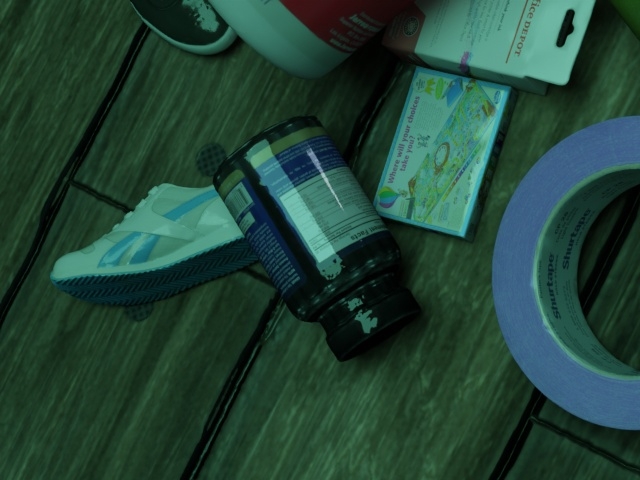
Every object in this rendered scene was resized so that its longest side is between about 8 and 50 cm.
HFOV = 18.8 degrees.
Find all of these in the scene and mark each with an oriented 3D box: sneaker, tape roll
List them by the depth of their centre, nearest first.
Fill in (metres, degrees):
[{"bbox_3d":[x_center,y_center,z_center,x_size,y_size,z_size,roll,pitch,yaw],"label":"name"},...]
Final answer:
[{"bbox_3d":[0.293,0.030,1.715,0.274,0.090,0.275,-2,86,31],"label":"tape roll"},{"bbox_3d":[-0.166,0.000,1.959,0.228,0.087,0.092,-17,64,12],"label":"sneaker"},{"bbox_3d":[-0.198,-0.316,2.007,0.104,0.147,0.296,-39,67,8],"label":"sneaker"}]

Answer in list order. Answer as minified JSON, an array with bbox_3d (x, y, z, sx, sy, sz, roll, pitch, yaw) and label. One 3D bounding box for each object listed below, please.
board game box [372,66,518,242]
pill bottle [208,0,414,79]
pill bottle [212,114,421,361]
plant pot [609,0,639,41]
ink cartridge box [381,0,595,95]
[{"bbox_3d":[0.120,-0.084,1.881,0.103,0.026,0.154,16,84,26],"label":"board game box"},{"bbox_3d":[0.071,-0.355,1.780,0.407,0.229,0.229,-39,66,16],"label":"pill bottle"},{"bbox_3d":[0.000,0.000,1.850,0.123,0.123,0.219,-34,80,13],"label":"pill bottle"},{"bbox_3d":[0.369,-0.241,1.701,0.293,0.275,0.275,40,95,38],"label":"plant pot"},{"bbox_3d":[0.173,-0.212,1.867,0.198,0.067,0.115,17,85,27],"label":"ink cartridge box"}]
